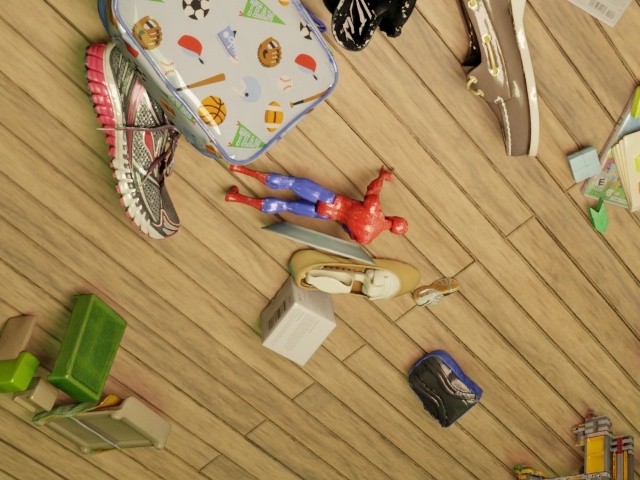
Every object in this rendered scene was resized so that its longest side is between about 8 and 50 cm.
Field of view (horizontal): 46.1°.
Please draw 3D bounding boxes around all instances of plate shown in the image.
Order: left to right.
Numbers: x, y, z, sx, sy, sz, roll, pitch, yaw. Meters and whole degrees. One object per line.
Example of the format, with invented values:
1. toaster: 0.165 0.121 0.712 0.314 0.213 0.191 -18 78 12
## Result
1. plate: 0.000 0.000 1.163 0.188 0.188 0.024 18 90 -16

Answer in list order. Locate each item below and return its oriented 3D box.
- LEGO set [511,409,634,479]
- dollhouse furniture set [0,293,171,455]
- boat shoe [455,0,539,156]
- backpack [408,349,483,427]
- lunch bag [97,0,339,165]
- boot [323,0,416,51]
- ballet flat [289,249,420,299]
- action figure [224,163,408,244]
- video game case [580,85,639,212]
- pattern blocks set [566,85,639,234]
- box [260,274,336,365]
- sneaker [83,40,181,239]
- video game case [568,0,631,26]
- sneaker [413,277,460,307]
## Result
1. LEGO set: 0.559 0.482 1.522 0.331 0.192 0.255 31 141 -18
2. dollhouse furniture set: -0.403 0.244 1.313 0.197 0.151 0.302 -10 140 23
3. boat shoe: 0.246 -0.265 1.073 0.096 0.117 0.325 -13 116 6
4. backpack: 0.221 0.263 1.374 0.120 0.101 0.098 46 104 8
5. lunch bag: -0.122 -0.264 1.003 0.243 0.115 0.303 -44 120 -14
6. boot: 0.103 -0.355 0.950 0.246 0.207 0.094 -42 115 16
7. ballet flat: 0.061 0.070 1.260 0.232 0.073 0.080 7 119 -10
8. action figure: 0.008 -0.074 1.175 0.280 0.139 0.092 19 121 9
9. video game case: 0.563 -0.133 1.231 0.212 0.023 0.193 14 116 -14
10. pattern blocks set: 0.569 -0.132 1.203 0.324 0.026 0.285 -33 118 12
11. box: -0.038 0.132 1.268 0.087 0.102 0.101 30 111 -19
12. sneaker: -0.249 -0.138 1.083 0.111 0.121 0.299 -11 119 -4
13. video game case: 0.397 -0.402 1.065 0.157 0.019 0.143 23 114 -17
14. sneaker: 0.205 0.093 1.318 0.083 0.032 0.037 -17 133 9
